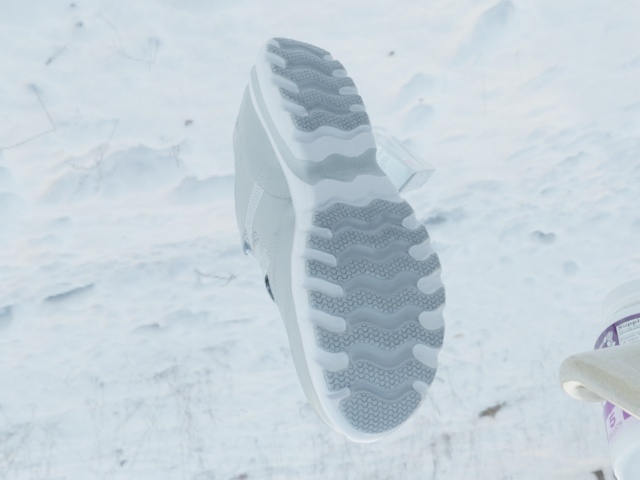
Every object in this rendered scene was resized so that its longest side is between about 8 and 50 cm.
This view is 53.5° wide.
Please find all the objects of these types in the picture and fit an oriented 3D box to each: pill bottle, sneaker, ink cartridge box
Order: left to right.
[{"bbox_3d":[0.000,0.000,0.438,0.105,0.281,0.115,5,147,-29],"label":"sneaker"},{"bbox_3d":[0.091,-0.184,1.184,0.060,0.239,0.275,-51,171,17],"label":"ink cartridge box"},{"bbox_3d":[0.467,0.192,0.866,0.169,0.301,0.169,8,126,11],"label":"pill bottle"}]

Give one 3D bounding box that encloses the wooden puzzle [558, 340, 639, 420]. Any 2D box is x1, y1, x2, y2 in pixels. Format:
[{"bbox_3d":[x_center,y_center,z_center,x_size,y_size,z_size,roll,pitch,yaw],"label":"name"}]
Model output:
[{"bbox_3d":[0.301,0.037,0.195,0.322,0.081,0.348,-10,-175,-9],"label":"wooden puzzle"}]
